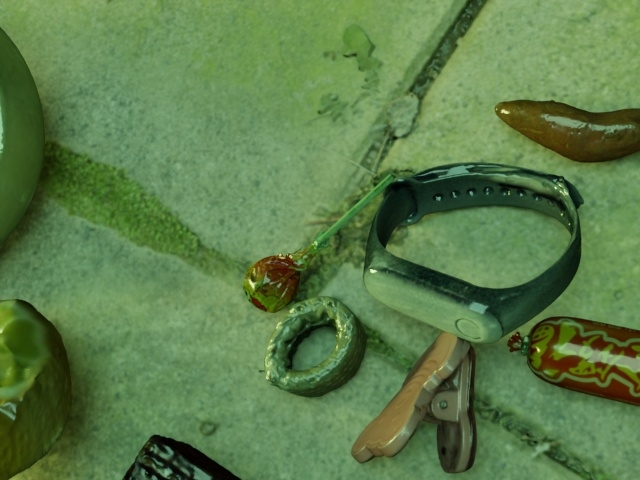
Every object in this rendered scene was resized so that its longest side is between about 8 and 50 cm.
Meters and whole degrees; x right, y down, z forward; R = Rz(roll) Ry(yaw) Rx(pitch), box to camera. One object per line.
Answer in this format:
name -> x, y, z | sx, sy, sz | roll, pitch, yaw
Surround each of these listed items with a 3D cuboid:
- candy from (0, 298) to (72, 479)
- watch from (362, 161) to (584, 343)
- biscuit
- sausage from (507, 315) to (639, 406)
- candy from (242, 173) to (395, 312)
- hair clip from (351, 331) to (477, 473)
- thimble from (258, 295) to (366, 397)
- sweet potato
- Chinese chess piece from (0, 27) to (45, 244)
candy -> -0.370, 0.154, 1.083 | 0.260, 0.260, 0.118 | -3, 117, 11
watch -> 0.144, 0.000, 1.076 | 0.206, 0.068, 0.193 | 19, 54, 28
biscuit -> -0.068, 0.277, 1.049 | 0.252, 0.106, 0.070 | 30, 83, 19
sausage -> 0.305, 0.122, 1.032 | 0.264, 0.083, 0.083 | 11, 77, 16
candy -> 0.000, 0.000, 1.117 | 0.201, 0.060, 0.060 | -41, 69, 15
hair clip -> 0.093, 0.148, 1.054 | 0.102, 0.123, 0.138 | 7, 80, -15
thimble -> -0.008, 0.109, 1.107 | 0.110, 0.062, 0.084 | -37, 67, -1
sweet potato -> 0.274, -0.108, 1.116 | 0.202, 0.058, 0.055 | 9, 34, 11
Chinese chess piece -> -0.474, -0.114, 1.186 | 0.350, 0.146, 0.349 | 0, 88, 2
